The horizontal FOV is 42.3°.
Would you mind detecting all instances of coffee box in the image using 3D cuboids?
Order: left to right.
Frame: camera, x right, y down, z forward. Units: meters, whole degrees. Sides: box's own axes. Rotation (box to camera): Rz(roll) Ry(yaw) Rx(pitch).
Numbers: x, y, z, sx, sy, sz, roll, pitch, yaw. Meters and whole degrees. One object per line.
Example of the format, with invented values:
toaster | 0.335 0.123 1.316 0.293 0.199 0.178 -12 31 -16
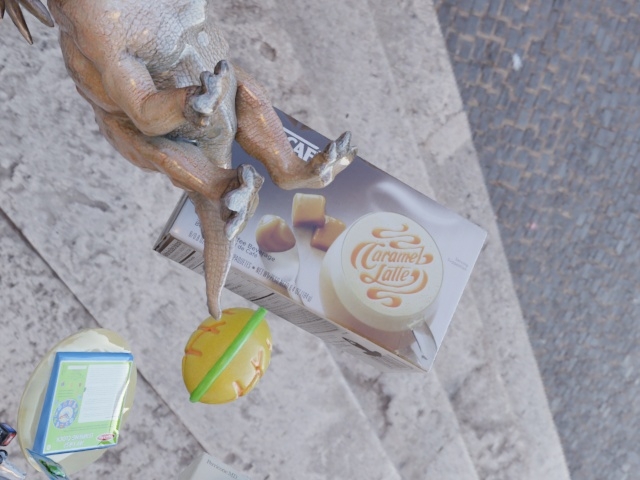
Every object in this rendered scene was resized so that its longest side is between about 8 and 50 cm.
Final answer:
coffee box | 0.000 0.000 0.722 0.246 0.098 0.141 30 74 -12

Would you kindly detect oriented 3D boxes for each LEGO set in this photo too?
LEGO set | -0.336 0.261 0.894 0.060 0.244 0.182 -52 139 -9

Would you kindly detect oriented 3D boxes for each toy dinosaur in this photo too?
toy dinosaur | -0.099 -0.100 0.443 0.127 0.200 0.296 -50 145 -34

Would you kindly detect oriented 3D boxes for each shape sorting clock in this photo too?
shape sorting clock | -0.328 0.219 1.126 0.206 0.040 0.206 -24 118 -56

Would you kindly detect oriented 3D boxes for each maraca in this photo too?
maraca | -0.106 0.129 1.016 0.127 0.099 0.186 -47 -176 33

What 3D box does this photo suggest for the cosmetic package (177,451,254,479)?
cosmetic package | -0.194 0.509 1.281 0.160 0.309 0.113 31 135 -9
